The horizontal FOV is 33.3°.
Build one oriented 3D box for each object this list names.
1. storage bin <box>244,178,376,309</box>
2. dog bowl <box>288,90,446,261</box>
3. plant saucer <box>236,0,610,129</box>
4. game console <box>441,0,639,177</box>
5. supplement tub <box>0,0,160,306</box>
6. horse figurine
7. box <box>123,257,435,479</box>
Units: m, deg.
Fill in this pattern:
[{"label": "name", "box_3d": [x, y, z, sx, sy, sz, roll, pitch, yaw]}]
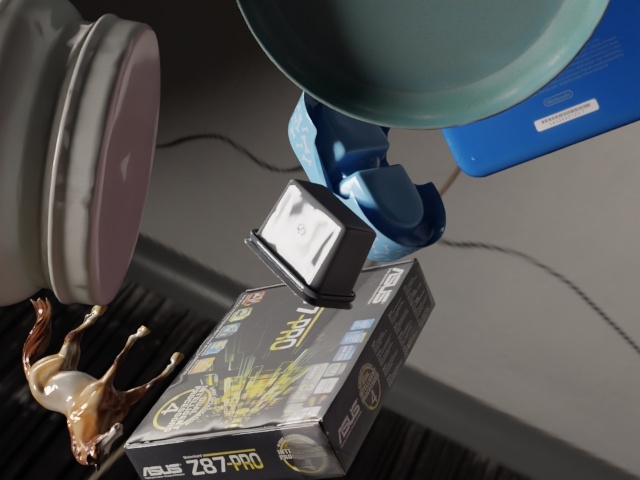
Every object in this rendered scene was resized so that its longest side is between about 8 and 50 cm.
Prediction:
[{"label": "storage bin", "box_3d": [0.000, 0.000, 1.167, 0.135, 0.098, 0.091, 45, 114, 38]}, {"label": "dog bowl", "box_3d": [0.059, -0.100, 1.528, 0.074, 0.166, 0.297, -43, 69, 43]}, {"label": "plant saucer", "box_3d": [0.082, -0.249, 0.855, 0.317, 0.044, 0.318, 0, 103, 2]}, {"label": "game console", "box_3d": [0.258, -0.243, 1.173, 0.293, 0.173, 0.250, -20, 101, 36]}, {"label": "supplement tub", "box_3d": [-0.245, -0.066, 0.625, 0.272, 0.191, 0.191, 10, 127, -1]}, {"label": "horse figurine", "box_3d": [-0.293, 0.166, 1.327, 0.263, 0.174, 0.066, 24, 158, 37]}, {"label": "box", "box_3d": [-0.045, 0.183, 1.496, 0.318, 0.395, 0.097, -10, 115, 30]}]
